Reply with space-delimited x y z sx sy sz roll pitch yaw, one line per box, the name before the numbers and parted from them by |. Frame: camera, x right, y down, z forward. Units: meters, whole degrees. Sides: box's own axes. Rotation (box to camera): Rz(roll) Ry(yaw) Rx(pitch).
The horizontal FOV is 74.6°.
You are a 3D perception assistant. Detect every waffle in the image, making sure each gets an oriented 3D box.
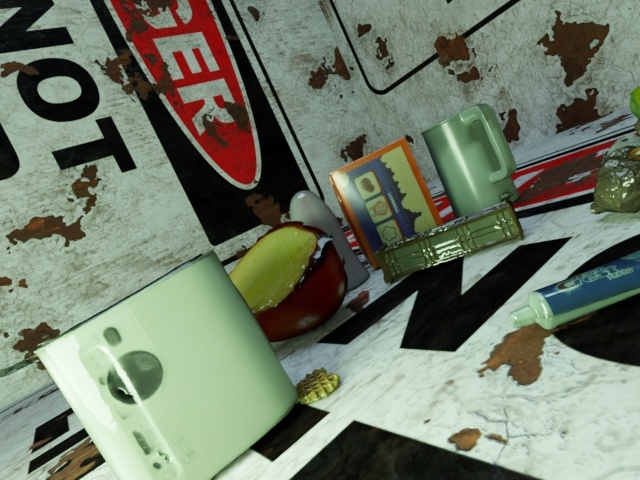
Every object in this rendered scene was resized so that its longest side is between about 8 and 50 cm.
waffle | -0.007 0.218 0.631 0.078 0.016 0.085 -34 9 -37

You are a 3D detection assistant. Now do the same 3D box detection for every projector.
projector | -0.215 0.183 0.619 0.248 0.249 0.248 -32 7 -25

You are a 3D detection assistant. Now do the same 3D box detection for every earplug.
earplug | 0.000 0.000 1.198 0.172 0.301 0.172 -26 4 2

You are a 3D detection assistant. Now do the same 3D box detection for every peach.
peach | -0.084 0.128 0.964 0.361 0.201 0.258 -38 35 5

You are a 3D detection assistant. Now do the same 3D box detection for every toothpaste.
toothpaste | 0.354 0.047 0.495 0.268 0.047 0.069 -21 -7 4

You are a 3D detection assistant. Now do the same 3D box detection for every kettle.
kettle | 0.467 -0.240 1.311 0.205 0.318 0.265 -22 5 17

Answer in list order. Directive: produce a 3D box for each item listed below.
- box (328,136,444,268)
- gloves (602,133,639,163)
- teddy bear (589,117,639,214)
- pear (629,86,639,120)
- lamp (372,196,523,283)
box | 0.209 -0.123 1.354 0.256 0.319 0.349 -26 6 11
gloves | 0.682 -0.180 0.944 0.114 0.070 0.153 -52 -3 36
teddy bear | 0.569 -0.119 0.750 0.190 0.140 0.177 -35 -22 -13
pear | 0.894 -0.325 0.962 0.281 0.176 0.286 -19 9 38
lamp | 0.289 0.004 0.975 0.325 0.090 0.089 -22 5 26
